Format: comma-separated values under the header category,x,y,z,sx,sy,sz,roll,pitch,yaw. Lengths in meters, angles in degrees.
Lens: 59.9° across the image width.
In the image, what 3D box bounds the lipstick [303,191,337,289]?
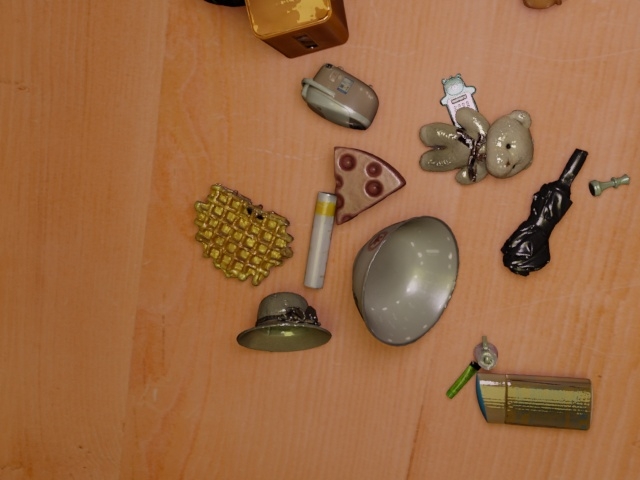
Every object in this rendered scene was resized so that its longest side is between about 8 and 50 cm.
category,x,y,z,sx,sy,sz,roll,pitch,yaw
lipstick,0.000,0.000,1.520,0.059,0.059,0.263,12,100,10

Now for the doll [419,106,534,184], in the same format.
category,x,y,z,sx,sy,sz,roll,pitch,yaw
doll,0.379,-0.223,1.376,0.278,0.149,0.175,2,137,24

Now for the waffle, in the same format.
category,x,y,z,sx,sy,sz,roll,pitch,yaw
waffle,-0.214,-0.022,1.561,0.283,0.065,0.309,-18,97,16

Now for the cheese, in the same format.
category,x,y,z,sx,sy,sz,roll,pitch,yaw
cheese,0.094,-0.167,1.449,0.203,0.128,0.177,-31,89,18

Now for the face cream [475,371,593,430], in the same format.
category,x,y,z,sx,sy,sz,roll,pitch,yaw
face cream,0.554,0.421,1.458,0.285,0.067,0.139,1,97,11

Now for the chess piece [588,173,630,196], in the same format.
category,x,y,z,sx,sy,sz,roll,pitch,yaw
chess piece,0.712,-0.139,1.362,0.093,0.042,0.042,-16,94,9

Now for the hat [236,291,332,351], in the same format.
category,x,y,z,sx,sy,sz,roll,pitch,yaw
hat,-0.102,0.211,1.521,0.257,0.257,0.130,-11,64,13

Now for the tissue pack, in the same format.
category,x,y,z,sx,sy,sz,roll,pitch,yaw
tissue pack,-0.046,-0.549,1.342,0.195,0.274,0.145,-13,96,14

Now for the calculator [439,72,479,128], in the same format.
category,x,y,z,sx,sy,sz,roll,pitch,yaw
calculator,0.356,-0.353,1.416,0.094,0.019,0.141,-20,94,16

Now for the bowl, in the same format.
category,x,y,z,sx,sy,sz,roll,pitch,yaw
bowl,0.186,0.084,1.416,0.158,0.337,0.337,23,106,49

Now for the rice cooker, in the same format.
category,x,y,z,sx,sy,sz,roll,pitch,yaw
rice cooker,0.051,-0.363,1.417,0.206,0.145,0.127,35,91,9

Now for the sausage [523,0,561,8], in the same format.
category,x,y,z,sx,sy,sz,roll,pitch,yaw
sausage,0.505,-0.656,1.290,0.136,0.120,0.241,-16,95,25

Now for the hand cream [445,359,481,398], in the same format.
category,x,y,z,sx,sy,sz,roll,pitch,yaw
hand cream,0.387,0.379,1.509,0.036,0.023,0.122,34,103,-16

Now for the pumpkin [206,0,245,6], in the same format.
category,x,y,z,sx,sy,sz,roll,pitch,yaw
pumpkin,-0.227,-0.740,1.361,0.323,0.241,0.323,-2,83,15

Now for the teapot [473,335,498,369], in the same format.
category,x,y,z,sx,sy,sz,roll,pitch,yaw
teapot,0.437,0.297,1.467,0.064,0.064,0.083,-6,97,12

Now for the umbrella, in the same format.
category,x,y,z,sx,sy,sz,roll,pitch,yaw
umbrella,0.561,-0.068,1.374,0.118,0.118,0.340,29,99,7
